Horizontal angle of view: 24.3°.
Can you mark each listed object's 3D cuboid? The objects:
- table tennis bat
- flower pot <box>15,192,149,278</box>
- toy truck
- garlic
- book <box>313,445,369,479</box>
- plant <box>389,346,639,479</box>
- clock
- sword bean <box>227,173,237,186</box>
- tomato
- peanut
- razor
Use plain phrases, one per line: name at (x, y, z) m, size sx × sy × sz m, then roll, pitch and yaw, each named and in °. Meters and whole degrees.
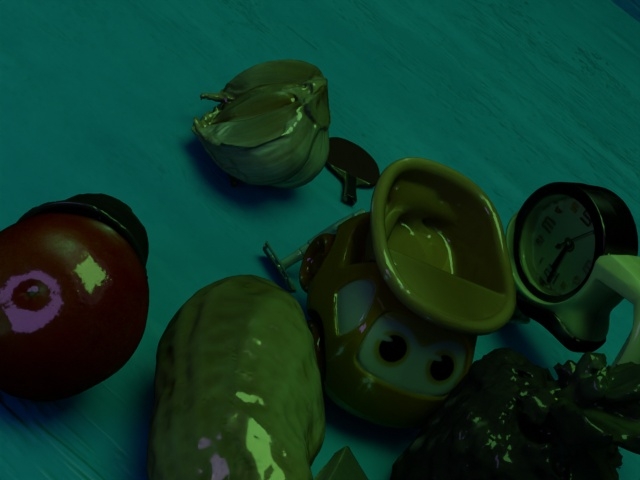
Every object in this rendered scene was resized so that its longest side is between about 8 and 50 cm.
table tennis bat at (0.043, -0.100, 2.137) m, size 0.095 × 0.014 × 0.158 m, roll 27°, pitch 31°, yaw -15°
flower pot at (-0.254, 0.017, 1.598) m, size 0.157 × 0.157 × 0.107 m, roll 31°, pitch 19°, yaw -5°
toy truck at (0.094, 0.069, 1.739) m, size 0.204 × 0.211 × 0.288 m, roll 22°, pitch 50°, yaw -21°
garlic at (-0.065, -0.144, 1.993) m, size 0.229 × 0.178 × 0.142 m, roll -76°, pitch 152°, yaw -47°
book at (0.082, 0.337, 1.427) m, size 0.282 × 0.025 × 0.215 m, roll 58°, pitch 8°, yaw 3°
plant at (0.235, 0.223, 1.598) m, size 0.213 × 0.312 × 0.215 m, roll 35°, pitch 34°, yaw -4°
clock at (0.360, 0.102, 1.921) m, size 0.120 × 0.276 × 0.379 m, roll 6°, pitch 37°, yaw -37°
sword bean at (-0.128, -0.102, 1.986) m, size 0.012 × 0.012 × 0.083 m, roll 8°, pitch 39°, yaw -36°
tomato at (-0.267, 0.064, 1.469) m, size 0.195 × 0.195 × 0.136 m, roll 44°, pitch -4°, yaw 15°
peanut at (-0.082, 0.197, 1.491) m, size 0.192 × 0.170 × 0.387 m, roll 56°, pitch 23°, yaw -37°
razor at (0.000, 0.000, 1.862) m, size 0.068 × 0.135 × 0.040 m, roll 56°, pitch -2°, yaw 29°
